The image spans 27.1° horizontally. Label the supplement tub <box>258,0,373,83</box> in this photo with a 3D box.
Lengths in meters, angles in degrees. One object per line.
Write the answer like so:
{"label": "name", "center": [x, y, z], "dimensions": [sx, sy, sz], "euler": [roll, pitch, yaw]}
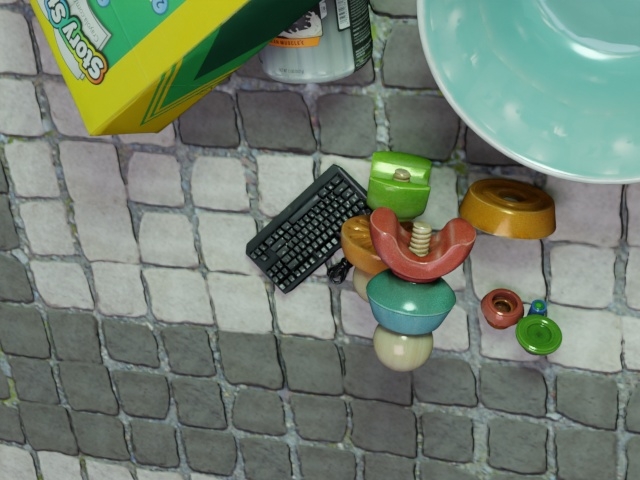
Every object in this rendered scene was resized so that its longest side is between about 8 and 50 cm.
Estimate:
{"label": "supplement tub", "center": [-0.015, -0.258, 1.286], "dimensions": [0.117, 0.117, 0.190], "euler": [4, 122, 21]}

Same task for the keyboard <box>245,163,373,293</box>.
{"label": "keyboard", "center": [0.000, 0.000, 1.507], "dimensions": [0.108, 0.023, 0.180], "euler": [43, 128, -8]}

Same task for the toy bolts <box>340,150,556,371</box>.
{"label": "toy bolts", "center": [0.120, 0.033, 1.344], "dimensions": [0.218, 0.228, 0.158], "euler": [11, 115, 5]}

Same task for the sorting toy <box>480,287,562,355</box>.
{"label": "sorting toy", "center": [0.220, 0.094, 1.452], "dimensions": [0.102, 0.061, 0.042], "euler": [44, 148, 26]}

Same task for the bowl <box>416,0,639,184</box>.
{"label": "bowl", "center": [0.257, -0.221, 1.165], "dimensions": [0.311, 0.163, 0.311], "euler": [11, 125, 17]}

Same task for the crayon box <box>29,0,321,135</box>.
{"label": "crayon box", "center": [-0.160, -0.327, 1.223], "dimensions": [0.313, 0.106, 0.363], "euler": [-33, 77, 37]}
